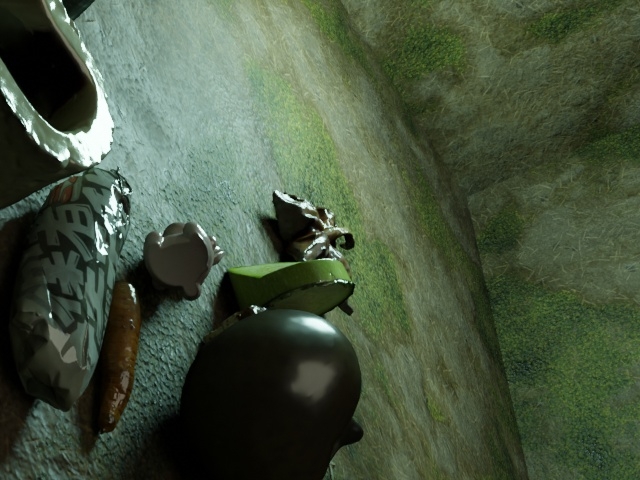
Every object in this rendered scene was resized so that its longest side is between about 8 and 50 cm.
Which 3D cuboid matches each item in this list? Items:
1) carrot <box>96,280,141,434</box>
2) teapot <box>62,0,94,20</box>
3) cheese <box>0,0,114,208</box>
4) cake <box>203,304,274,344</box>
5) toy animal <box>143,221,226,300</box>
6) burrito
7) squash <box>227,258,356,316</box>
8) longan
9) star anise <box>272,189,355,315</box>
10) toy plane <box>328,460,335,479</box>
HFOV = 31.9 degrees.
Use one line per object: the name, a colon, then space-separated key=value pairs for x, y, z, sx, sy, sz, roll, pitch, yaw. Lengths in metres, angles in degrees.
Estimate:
carrot: x=-0.276 y=0.157 z=1.520 sx=0.059 sy=0.059 sz=0.248 roll=49 pitch=28 yaw=-44
teapot: x=-0.374 y=-0.413 z=1.627 sx=0.321 sy=0.239 sz=0.240 roll=43 pitch=25 yaw=-64
cheese: x=-0.417 y=-0.216 z=1.415 sx=0.332 sy=0.153 sz=0.292 roll=61 pitch=19 yaw=-21
cake: x=-0.106 y=0.156 z=1.906 sx=0.135 sy=0.112 sz=0.246 roll=60 pitch=19 yaw=-12
toy animal: x=-0.220 y=0.027 z=1.771 sx=0.212 sy=0.124 sz=0.124 roll=180 pitch=-114 yaw=-87
burrito: x=-0.323 y=0.022 z=1.472 sx=0.139 sy=0.101 sz=0.446 roll=49 pitch=27 yaw=-32
squash: x=-0.048 y=0.073 z=2.001 sx=0.220 sy=0.220 sz=0.133 roll=19 pitch=54 yaw=-66
longan: x=-0.068 y=0.242 z=1.666 sx=0.243 sy=0.300 sz=0.300 roll=10 pitch=-47 yaw=61
star anise: x=-0.001 y=0.002 z=2.402 sx=0.349 sy=0.108 sz=0.293 roll=49 pitch=30 yaw=-46
toy plane: x=-0.042 y=0.332 z=1.902 sx=0.286 sy=0.108 sz=0.092 roll=65 pitch=13 yaw=-51
